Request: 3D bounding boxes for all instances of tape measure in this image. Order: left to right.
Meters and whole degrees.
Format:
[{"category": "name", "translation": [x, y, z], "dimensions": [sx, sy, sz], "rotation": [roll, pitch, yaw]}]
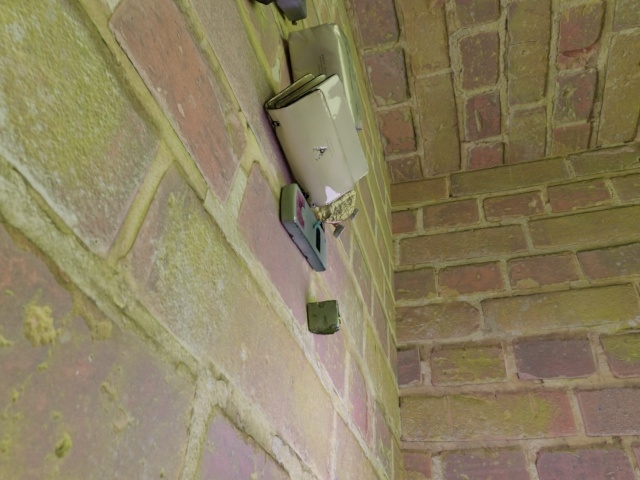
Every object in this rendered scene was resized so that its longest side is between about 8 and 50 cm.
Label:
[{"category": "tape measure", "translation": [-0.115, -0.883, 1.724], "dimensions": [0.196, 0.105, 0.178], "rotation": [30, 60, -70]}]

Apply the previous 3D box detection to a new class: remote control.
[{"category": "remote control", "translation": [-0.047, -0.034, 1.588], "dimensions": [0.344, 0.050, 0.145], "rotation": [60, 26, -54]}]

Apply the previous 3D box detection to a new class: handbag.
[{"category": "handbag", "translation": [-0.009, -0.309, 1.547], "dimensions": [0.237, 0.160, 0.358], "rotation": [-39, 128, -22]}]

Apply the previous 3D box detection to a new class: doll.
[{"category": "doll", "translation": [0.029, -0.133, 1.786], "dimensions": [0.217, 0.085, 0.183], "rotation": [49, 62, -15]}]

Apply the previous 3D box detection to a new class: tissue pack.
[{"category": "tissue pack", "translation": [0.026, -0.583, 1.857], "dimensions": [0.297, 0.208, 0.379], "rotation": [-43, 123, -75]}]

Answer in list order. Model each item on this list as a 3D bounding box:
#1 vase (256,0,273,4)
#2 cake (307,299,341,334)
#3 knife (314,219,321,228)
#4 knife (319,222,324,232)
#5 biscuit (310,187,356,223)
[{"category": "vase", "translation": [-0.175, -0.783, 1.431], "dimensions": [0.182, 0.120, 0.120], "rotation": [58, 24, -26]}, {"category": "cake", "translation": [0.003, 0.263, 1.652], "dimensions": [0.235, 0.099, 0.100], "rotation": [107, -22, -75]}, {"category": "knife", "translation": [-0.009, -0.051, 1.628], "dimensions": [0.091, 0.005, 0.014], "rotation": [-52, 130, -70]}, {"category": "knife", "translation": [0.000, 0.000, 1.812], "dimensions": [0.060, 0.028, 0.230], "rotation": [-10, 94, -63]}, {"category": "biscuit", "translation": [0.032, -0.159, 1.723], "dimensions": [0.033, 0.220, 0.219], "rotation": [-19, -104, 61]}]
